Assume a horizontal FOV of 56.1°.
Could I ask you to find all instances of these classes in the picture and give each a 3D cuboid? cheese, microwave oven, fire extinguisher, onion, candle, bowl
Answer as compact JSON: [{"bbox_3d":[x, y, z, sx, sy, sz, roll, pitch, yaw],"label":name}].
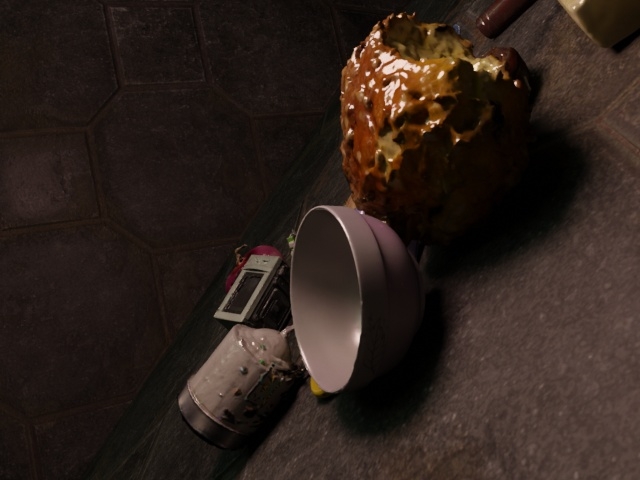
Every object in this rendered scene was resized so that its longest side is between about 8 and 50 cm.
[{"bbox_3d":[0.515,-0.467,0.997,0.242,0.123,0.266,-50,14,32],"label":"cheese"},{"bbox_3d":[-0.151,0.162,1.584,0.122,0.162,0.208,2,52,43],"label":"microwave oven"},{"bbox_3d":[0.519,-0.630,1.523,0.089,0.072,0.267,-16,-17,-42],"label":"fire extinguisher"},{"bbox_3d":[-0.196,0.114,1.864,0.200,0.200,0.208,-166,91,-76],"label":"onion"},{"bbox_3d":[-0.140,0.268,1.250,0.330,0.187,0.187,-51,13,6],"label":"candle"},{"bbox_3d":[0.064,0.088,0.948,0.287,0.143,0.287,179,90,-68],"label":"bowl"}]

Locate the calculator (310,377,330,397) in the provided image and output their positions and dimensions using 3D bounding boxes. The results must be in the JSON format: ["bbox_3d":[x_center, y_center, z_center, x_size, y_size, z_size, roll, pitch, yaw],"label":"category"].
[{"bbox_3d":[0.039,0.194,1.139,0.146,0.032,0.235,-42,19,39],"label":"calculator"}]

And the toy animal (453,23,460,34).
[{"bbox_3d":[0.306,-0.398,1.495,0.176,0.256,0.239,-33,48,-20],"label":"toy animal"}]

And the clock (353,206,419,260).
[{"bbox_3d":[0.083,0.025,1.175,0.193,0.144,0.073,-40,31,47],"label":"clock"}]

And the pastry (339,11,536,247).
[{"bbox_3d":[0.174,-0.170,0.999,0.405,0.292,0.338,-114,31,-51],"label":"pastry"}]

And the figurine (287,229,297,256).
[{"bbox_3d":[-0.003,0.034,1.526,0.147,0.126,0.192,-6,28,22],"label":"figurine"}]

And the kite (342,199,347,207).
[{"bbox_3d":[0.061,-0.066,1.766,0.183,0.014,0.241,-48,13,19],"label":"kite"}]

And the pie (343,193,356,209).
[{"bbox_3d":[0.133,-0.128,1.592,0.218,0.052,0.185,-58,13,-23],"label":"pie"}]

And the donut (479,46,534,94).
[{"bbox_3d":[0.317,-0.273,1.226,0.270,0.103,0.270,-51,11,14],"label":"donut"}]
